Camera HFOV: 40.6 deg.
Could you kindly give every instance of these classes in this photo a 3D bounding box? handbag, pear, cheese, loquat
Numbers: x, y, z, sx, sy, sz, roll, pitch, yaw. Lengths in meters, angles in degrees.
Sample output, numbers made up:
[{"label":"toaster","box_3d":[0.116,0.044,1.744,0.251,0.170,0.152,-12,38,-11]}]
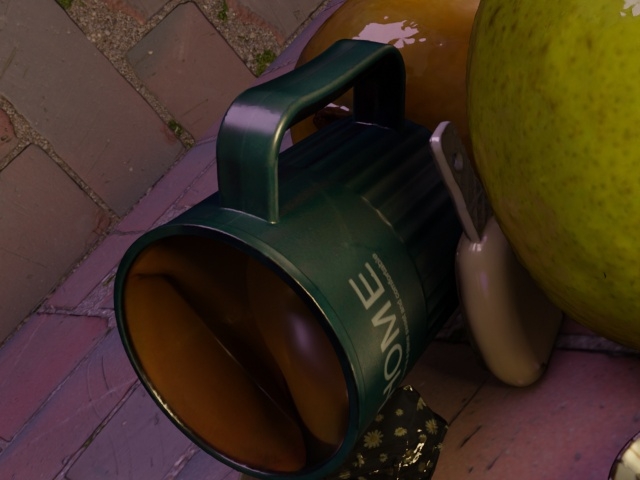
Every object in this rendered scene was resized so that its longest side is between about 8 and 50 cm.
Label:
[{"label":"handbag","box_3d":[0.050,0.208,0.770,0.115,0.072,0.139,-26,28,27]},{"label":"pear","box_3d":[0.273,-0.093,0.609,0.391,0.391,0.391,-35,22,16]},{"label":"cheese","box_3d":[0.147,0.007,0.752,0.054,0.251,0.127,-2,41,37]},{"label":"loquat","box_3d":[0.138,-0.149,1.017,0.328,0.328,0.359,-20,1,44]}]

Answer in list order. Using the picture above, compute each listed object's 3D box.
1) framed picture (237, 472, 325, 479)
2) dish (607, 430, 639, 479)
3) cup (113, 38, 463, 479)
[{"label":"framed picture","box_3d":[-0.030,0.232,0.940,0.150,0.015,0.203,-32,22,24]},{"label":"dish","box_3d":[0.258,0.166,0.497,0.191,0.066,0.190,-33,22,15]},{"label":"cup","box_3d":[-0.012,0.006,0.786,0.242,0.308,0.292,-16,15,41]}]
